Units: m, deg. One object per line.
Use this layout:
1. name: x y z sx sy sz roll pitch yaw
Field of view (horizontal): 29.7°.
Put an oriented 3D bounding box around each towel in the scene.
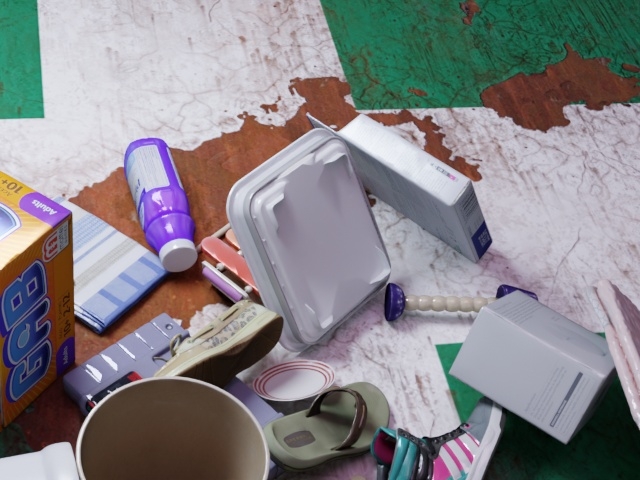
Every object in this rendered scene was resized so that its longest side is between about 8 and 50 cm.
1. towel: 0.567 0.254 1.977 0.332 0.053 0.317 38 28 -36
2. towel: -0.435 0.038 2.159 0.285 0.034 0.209 30 46 16

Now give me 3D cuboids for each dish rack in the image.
1. dish rack: 0.000 0.000 2.076 0.072 0.332 0.285 4 33 48

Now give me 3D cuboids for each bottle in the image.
1. bottle: -0.293 -0.064 2.226 0.092 0.118 0.282 -9 49 -17

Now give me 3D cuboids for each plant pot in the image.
1. plant pot: -0.216 0.375 1.690 0.257 0.274 0.256 7 44 -7

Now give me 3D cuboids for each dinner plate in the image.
1. dinner plate: -0.043 0.238 2.013 0.141 0.017 0.141 -8 20 3

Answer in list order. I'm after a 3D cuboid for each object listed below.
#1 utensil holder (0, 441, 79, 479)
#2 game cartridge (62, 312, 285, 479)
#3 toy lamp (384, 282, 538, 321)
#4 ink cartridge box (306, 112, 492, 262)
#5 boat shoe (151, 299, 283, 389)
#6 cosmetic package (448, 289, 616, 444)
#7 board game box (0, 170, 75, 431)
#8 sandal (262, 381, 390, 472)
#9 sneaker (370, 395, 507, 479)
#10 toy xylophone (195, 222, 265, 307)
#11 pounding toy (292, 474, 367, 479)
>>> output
1. utensil holder: -0.487 0.455 1.538 0.386 0.327 0.327 -9 48 -15
2. game cartridge: -0.221 0.282 1.940 0.355 0.068 0.230 38 47 25
3. toy lamp: 0.256 0.113 2.180 0.275 0.080 0.080 4 45 -8
4. ink cartridge box: 0.154 -0.114 2.229 0.330 0.324 0.071 36 84 22
5. boat shoe: -0.180 0.184 1.944 0.089 0.104 0.285 32 38 26
6. cosmetic package: 0.366 0.204 2.006 0.225 0.138 0.224 32 17 19
7. board game box: -0.626 0.096 1.835 0.356 0.356 0.356 28 47 17
8. sandal: 0.026 0.286 1.917 0.120 0.086 0.303 40 27 21
9. sneaker: 0.175 0.333 1.923 0.178 0.123 0.295 29 48 5
10. toy xylophone: -0.096 0.013 2.212 0.236 0.081 0.323 30 48 19
11. pounding toy: 0.032 0.425 1.817 0.181 0.094 0.206 17 46 7
